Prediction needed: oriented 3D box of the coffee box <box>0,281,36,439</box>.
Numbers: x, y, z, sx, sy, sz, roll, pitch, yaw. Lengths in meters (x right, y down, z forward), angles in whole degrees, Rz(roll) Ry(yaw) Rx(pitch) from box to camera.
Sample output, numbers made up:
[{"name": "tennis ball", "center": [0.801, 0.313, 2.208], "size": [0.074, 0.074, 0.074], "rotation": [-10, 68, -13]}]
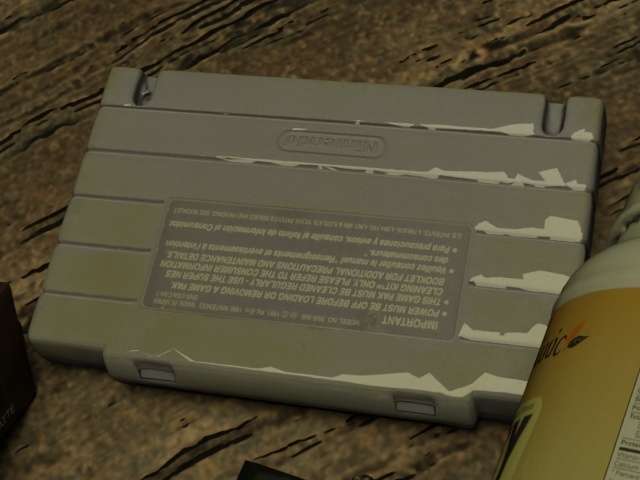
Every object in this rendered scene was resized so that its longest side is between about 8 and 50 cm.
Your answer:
[{"name": "coffee box", "center": [-0.331, 0.085, 0.842], "size": [0.246, 0.098, 0.141], "rotation": [7, 35, 15]}]

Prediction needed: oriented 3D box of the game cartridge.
[{"name": "game cartridge", "center": [0.000, 0.000, 0.871], "size": [0.355, 0.068, 0.230], "rotation": [6, 68, 14]}]

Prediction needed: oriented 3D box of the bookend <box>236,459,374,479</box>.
[{"name": "bookend", "center": [-0.062, 0.199, 0.771], "size": [0.157, 0.072, 0.156], "rotation": [14, 66, 19]}]

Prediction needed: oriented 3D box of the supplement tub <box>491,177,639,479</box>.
[{"name": "supplement tub", "center": [0.202, 0.137, 0.659], "size": [0.228, 0.228, 0.316], "rotation": [17, 67, 19]}]
